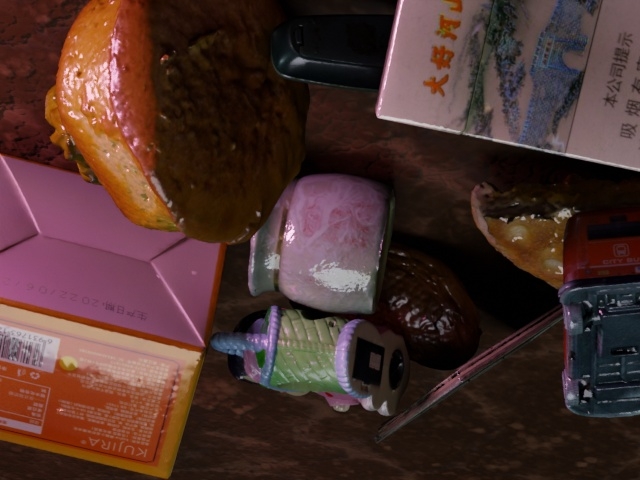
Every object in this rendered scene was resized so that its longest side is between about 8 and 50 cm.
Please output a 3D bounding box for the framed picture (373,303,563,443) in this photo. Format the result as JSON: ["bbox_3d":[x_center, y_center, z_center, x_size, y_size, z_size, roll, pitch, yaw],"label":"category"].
[{"bbox_3d":[0.197,0.128,1.804,0.017,0.274,0.217,56,144,8],"label":"framed picture"}]

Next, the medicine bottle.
[{"bbox_3d":[0.000,0.000,1.703,0.143,0.147,0.147,9,149,7],"label":"medicine bottle"}]

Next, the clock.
[{"bbox_3d":[-0.020,0.125,1.766,0.195,0.100,0.194,5,168,27],"label":"clock"}]

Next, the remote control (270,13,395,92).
[{"bbox_3d":[0.066,-0.168,1.435,0.222,0.072,0.042,1,157,-13],"label":"remote control"}]

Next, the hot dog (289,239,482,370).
[{"bbox_3d":[0.075,0.071,1.840,0.227,0.099,0.160,19,150,-2],"label":"hot dog"}]

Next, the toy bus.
[{"bbox_3d":[0.294,0.075,1.594,0.121,0.120,0.265,-5,146,6],"label":"toy bus"}]

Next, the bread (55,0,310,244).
[{"bbox_3d":[-0.114,-0.129,1.444,0.146,0.268,0.268,-2,149,40],"label":"bread"}]

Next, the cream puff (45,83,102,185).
[{"bbox_3d":[-0.212,-0.111,1.622,0.146,0.116,0.146,7,146,5],"label":"cream puff"}]

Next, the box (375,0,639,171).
[{"bbox_3d":[0.188,-0.162,1.362,0.256,0.164,0.069,11,-166,-1],"label":"box"}]

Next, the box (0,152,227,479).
[{"bbox_3d":[-0.264,0.084,1.769,0.283,0.259,0.214,15,124,-6],"label":"box"}]

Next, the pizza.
[{"bbox_3d":[0.320,-0.013,1.641,0.335,0.086,0.226,18,144,-14],"label":"pizza"}]
